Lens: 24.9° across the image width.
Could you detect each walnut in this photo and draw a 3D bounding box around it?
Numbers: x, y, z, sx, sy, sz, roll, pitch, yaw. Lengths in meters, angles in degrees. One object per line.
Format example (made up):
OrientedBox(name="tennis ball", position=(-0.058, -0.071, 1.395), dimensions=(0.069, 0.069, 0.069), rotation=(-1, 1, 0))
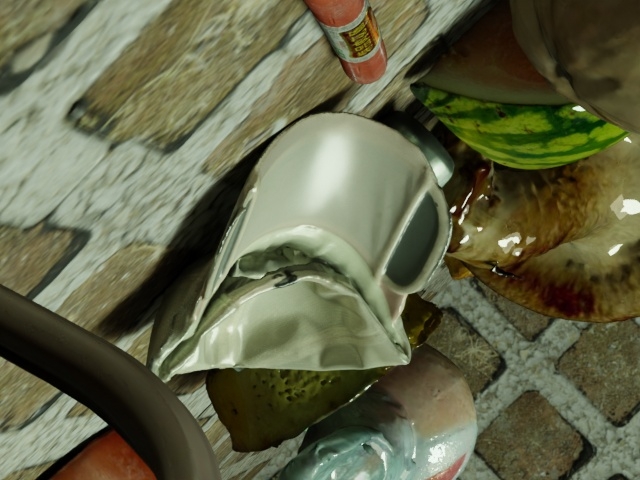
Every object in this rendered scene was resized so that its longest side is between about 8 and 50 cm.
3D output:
OrientedBox(name="walnut", position=(0.271, -0.196, 1.031), dimensions=(0.273, 0.227, 0.273), rotation=(-39, 177, -2))

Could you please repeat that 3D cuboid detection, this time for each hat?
OrientedBox(name="hat", position=(-0.032, 0.008, 1.080), dimensions=(0.220, 0.164, 0.225), rotation=(1, 102, -32))

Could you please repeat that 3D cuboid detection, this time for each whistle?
OrientedBox(name="whistle", position=(0.055, 0.210, 1.480), dimensions=(0.189, 0.189, 0.348), rotation=(-49, 170, 24))

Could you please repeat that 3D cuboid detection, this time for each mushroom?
OrientedBox(name="mushroom", position=(0.260, -0.058, 1.395), dimensions=(0.331, 0.334, 0.356), rotation=(-50, -176, 17))

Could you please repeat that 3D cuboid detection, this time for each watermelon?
OrientedBox(name="watermelon", position=(0.239, -0.150, 1.192), dimensions=(0.303, 0.159, 0.128), rotation=(-38, -161, -20))

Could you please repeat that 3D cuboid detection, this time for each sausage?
OrientedBox(name="sausage", position=(0.016, -0.127, 0.847), dimensions=(0.034, 0.034, 0.253), rotation=(-45, 170, 3))

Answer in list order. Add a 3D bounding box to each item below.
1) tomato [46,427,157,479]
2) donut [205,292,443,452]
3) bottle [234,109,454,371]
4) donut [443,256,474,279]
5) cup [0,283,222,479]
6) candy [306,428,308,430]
OrientedBox(name="tomato", position=(-0.233, 0.321, 1.421), dimensions=(0.338, 0.143, 0.338), rotation=(-42, 173, -7))
OrientedBox(name="donut", position=(-0.009, 0.102, 1.470), dimensions=(0.272, 0.107, 0.272), rotation=(-35, -175, 3))
OrientedBox(name="bottle", position=(0.000, 0.000, 1.216), dimensions=(0.253, 0.079, 0.096), rotation=(-46, -164, -1))
OrientedBox(name="donut", position=(0.250, -0.061, 1.943), dimensions=(0.277, 0.108, 0.277), rotation=(-43, 172, -8))
OrientedBox(name="cup", position=(-0.177, 0.134, 0.401), dimensions=(0.288, 0.273, 0.208), rotation=(-38, 162, -31))
OrientedBox(name="candy", position=(0.066, 0.060, 1.769), dimensions=(0.440, 0.119, 0.119), rotation=(-57, 167, 25))
